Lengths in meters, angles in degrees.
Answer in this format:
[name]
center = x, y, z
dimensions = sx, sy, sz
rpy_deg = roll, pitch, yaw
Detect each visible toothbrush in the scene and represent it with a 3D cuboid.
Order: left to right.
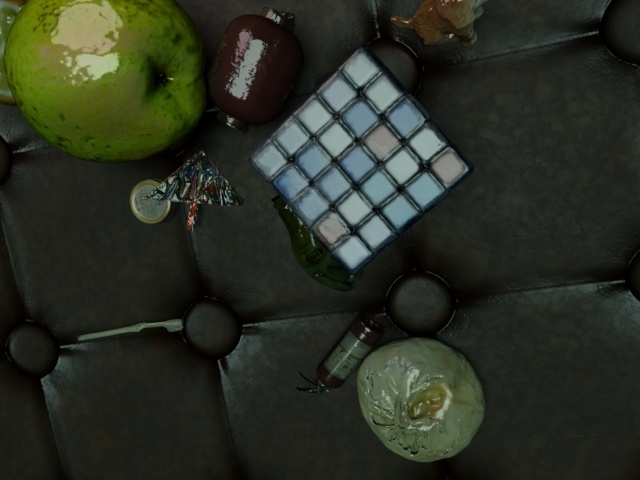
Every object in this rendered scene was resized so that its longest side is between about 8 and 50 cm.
[toothbrush]
center = -0.469, 0.220, 1.360
dimensions = 0.295, 0.026, 0.028
rpy_deg = -7, 113, 11

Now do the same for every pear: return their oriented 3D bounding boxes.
[pear]
center = -0.397, -0.332, 1.078
dimensions = 0.392, 0.391, 0.390
rpy_deg = 2, 99, 11

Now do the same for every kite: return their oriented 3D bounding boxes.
[kite]
center = -0.289, -0.115, 1.260
dimensions = 0.233, 0.009, 0.189
rpy_deg = 6, 87, -3

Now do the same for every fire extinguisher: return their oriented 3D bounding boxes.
[fire extinguisher]
center = 0.036, 0.264, 1.244
dimensions = 0.099, 0.071, 0.231
rpy_deg = 34, 104, -15

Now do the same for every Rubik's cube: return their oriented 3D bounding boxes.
[Rubik's cube]
center = 0.088, -0.149, 1.061
dimensions = 0.287, 0.292, 0.293
rpy_deg = -41, 87, 14

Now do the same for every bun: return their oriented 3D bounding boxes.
[bun]
center = 0.214, 0.351, 1.190
dimensions = 0.288, 0.146, 0.287
rpy_deg = 2, 102, 9

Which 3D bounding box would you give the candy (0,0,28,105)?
[candy]
center = -0.694, -0.433, 1.252
dimensions = 0.260, 0.118, 0.259
rpy_deg = 2, 102, 10

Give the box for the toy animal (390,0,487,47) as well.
[toy animal]
center = 0.218, -0.432, 1.043
dimensions = 0.184, 0.185, 0.104
rpy_deg = 5, 101, 10

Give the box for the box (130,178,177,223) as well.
[box]
center = -0.389, -0.091, 1.289
dimensions = 0.106, 0.037, 0.105
rpy_deg = 2, 99, 10

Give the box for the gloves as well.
[gloves]
center = -0.010, 0.005, 1.191
dimensions = 0.268, 0.107, 0.135
rpy_deg = 50, 145, -14

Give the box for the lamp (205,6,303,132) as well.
[lamp]
center = -0.136, -0.353, 1.136
dimensions = 0.180, 0.180, 0.257
rpy_deg = 28, 102, 5
